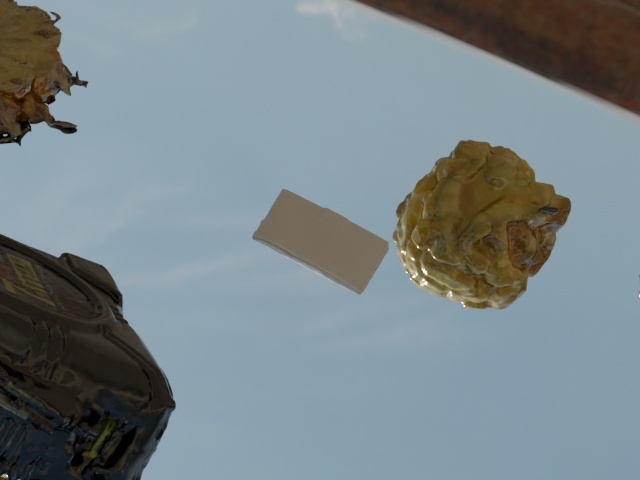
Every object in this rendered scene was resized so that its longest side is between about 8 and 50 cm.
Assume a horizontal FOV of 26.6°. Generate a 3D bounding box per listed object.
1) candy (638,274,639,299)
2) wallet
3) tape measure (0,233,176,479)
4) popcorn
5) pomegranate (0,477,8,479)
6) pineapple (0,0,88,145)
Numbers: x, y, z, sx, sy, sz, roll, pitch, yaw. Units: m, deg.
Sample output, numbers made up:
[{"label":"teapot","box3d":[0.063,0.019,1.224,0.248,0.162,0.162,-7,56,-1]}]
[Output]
[{"label":"candy","box3d":[0.272,0.014,0.970,0.060,0.060,0.201,27,164,11]},{"label":"wallet","box3d":[0.000,0.000,0.888,0.083,0.044,0.011,28,159,12]},{"label":"tape measure","box3d":[-0.194,0.059,0.779,0.186,0.112,0.199,28,-173,-31]},{"label":"popcorn","box3d":[0.165,-0.016,1.412,0.180,0.180,0.170,7,-176,-36]},{"label":"pomegranate","box3d":[-0.323,0.158,1.196,0.215,0.215,0.215,20,-160,-8]},{"label":"pineapple","box3d":[-0.268,-0.128,0.951,0.221,0.047,0.221,7,-142,-6]}]
